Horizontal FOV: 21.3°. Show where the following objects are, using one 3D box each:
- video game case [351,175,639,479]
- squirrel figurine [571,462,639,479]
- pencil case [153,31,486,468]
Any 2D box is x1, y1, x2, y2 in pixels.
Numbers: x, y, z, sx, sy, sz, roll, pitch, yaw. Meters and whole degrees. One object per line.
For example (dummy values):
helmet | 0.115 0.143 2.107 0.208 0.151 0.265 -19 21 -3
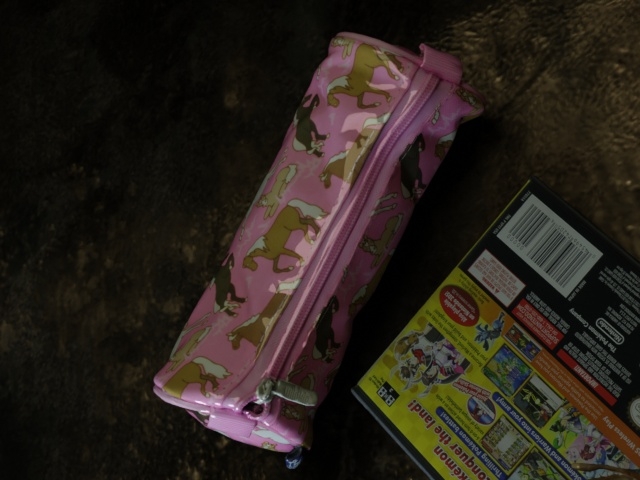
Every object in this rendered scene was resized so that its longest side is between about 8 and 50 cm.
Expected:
video game case | 0.183 0.114 1.395 0.248 0.035 0.275 -50 48 6
squirrel figurine | 0.206 0.316 1.105 0.370 0.281 0.397 -34 20 -7
pencil case | 0.000 0.000 1.514 0.167 0.160 0.386 23 82 34
